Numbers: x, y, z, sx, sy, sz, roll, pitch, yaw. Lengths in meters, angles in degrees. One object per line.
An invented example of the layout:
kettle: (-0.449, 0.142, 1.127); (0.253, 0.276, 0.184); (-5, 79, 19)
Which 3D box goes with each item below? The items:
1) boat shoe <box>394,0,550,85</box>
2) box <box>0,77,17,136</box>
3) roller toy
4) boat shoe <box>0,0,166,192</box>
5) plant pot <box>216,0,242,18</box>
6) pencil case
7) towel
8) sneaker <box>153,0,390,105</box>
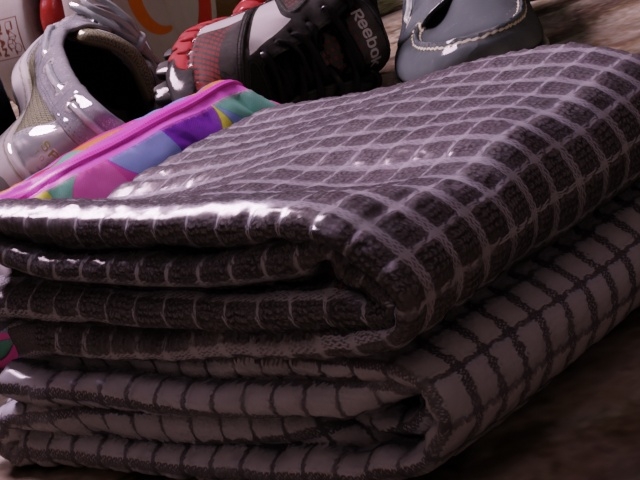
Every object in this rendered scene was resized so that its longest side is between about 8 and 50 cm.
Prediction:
boat shoe: (0.102, -0.182, 1.241); (0.116, 0.099, 0.319); (-15, 17, 8)
box: (-0.394, -0.025, 1.107); (0.294, 0.182, 0.296); (-13, 17, 18)
roller toy: (-0.198, -0.198, 1.418); (0.146, 0.209, 0.191); (-7, 60, 33)
boat shoe: (-0.155, -0.101, 1.164); (0.103, 0.118, 0.320); (-46, 13, 19)
plant pot: (-0.083, -0.266, 1.586); (0.236, 0.032, 0.236); (-8, -16, -2)
pencil case: (-0.115, -0.015, 0.940); (0.236, 0.104, 0.104); (-30, 21, -37)
towel: (0.000, 0.000, 0.744); (0.284, 0.121, 0.235); (-2, 22, 41)
sneaker: (-0.025, -0.130, 1.205); (0.135, 0.097, 0.276); (-13, 16, 22)
